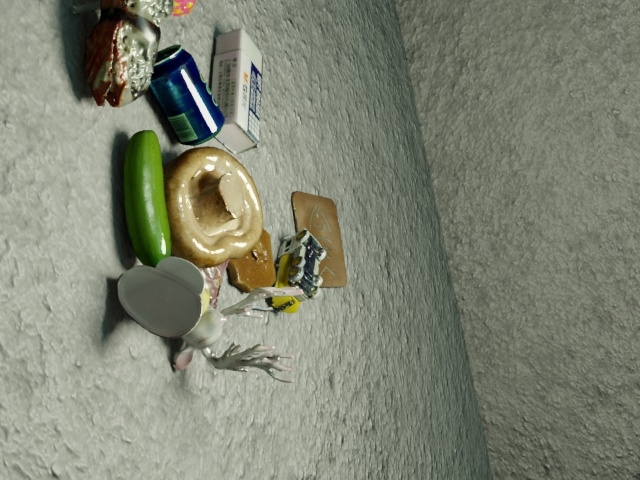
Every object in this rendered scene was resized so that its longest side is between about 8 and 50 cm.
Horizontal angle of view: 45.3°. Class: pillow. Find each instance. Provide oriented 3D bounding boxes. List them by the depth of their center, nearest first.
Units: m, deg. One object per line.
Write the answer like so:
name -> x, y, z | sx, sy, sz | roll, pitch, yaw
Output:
pillow -> -0.250, 0.050, 1.682 | 0.118, 0.043, 0.185 | 45, 38, -31

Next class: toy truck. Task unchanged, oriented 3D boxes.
toy truck -> -0.064, 0.079, 1.989 | 0.098, 0.114, 0.226 | 48, 32, -30

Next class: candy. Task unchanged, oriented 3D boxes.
candy -> -0.385, -0.510, 1.600 | 0.365, 0.124, 0.124 | -39, 116, -54

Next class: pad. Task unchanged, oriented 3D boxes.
pad -> 0.000, 0.000, 2.278 | 0.287, 0.018, 0.283 | 6, 74, -65

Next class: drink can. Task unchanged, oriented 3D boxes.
drink can -> -0.296, -0.312, 1.655 | 0.118, 0.118, 0.204 | -69, 141, -50

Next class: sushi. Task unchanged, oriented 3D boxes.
sushi -> -0.367, -0.409, 1.477 | 0.130, 0.124, 0.331 | 14, 88, -50

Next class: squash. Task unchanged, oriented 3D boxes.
squash -> -0.342, -0.080, 1.494 | 0.082, 0.082, 0.292 | 17, 61, -63

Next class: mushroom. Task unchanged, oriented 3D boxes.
mushroom -> -0.234, -0.066, 1.631 | 0.278, 0.146, 0.278 | 22, 60, -43

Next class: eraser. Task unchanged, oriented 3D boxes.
eraser -> -0.207, -0.373, 1.912 | 0.130, 0.086, 0.287 | 43, 42, -54

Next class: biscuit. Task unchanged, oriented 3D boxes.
biscuit -> -0.180, 0.041, 1.851 | 0.215, 0.034, 0.182 | 5, 74, -63

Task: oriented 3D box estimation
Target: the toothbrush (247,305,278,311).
toothbrush -> -0.135, 0.169, 1.916 | 0.193, 0.013, 0.019 | 11, 63, -64

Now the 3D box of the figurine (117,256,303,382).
figurine -> -0.200, 0.163, 1.491 | 0.315, 0.285, 0.206 | 53, 35, -65
